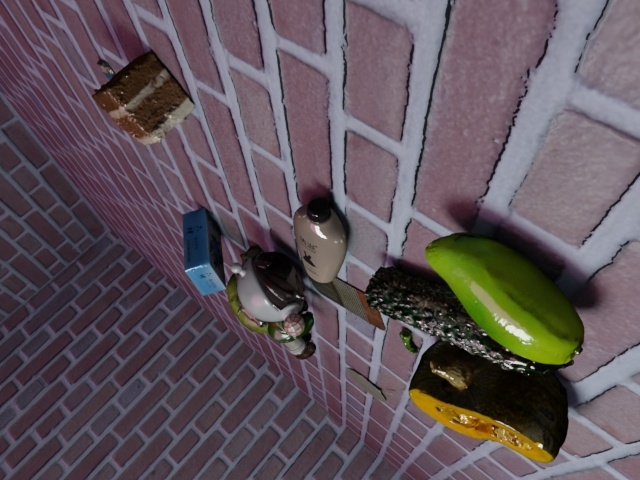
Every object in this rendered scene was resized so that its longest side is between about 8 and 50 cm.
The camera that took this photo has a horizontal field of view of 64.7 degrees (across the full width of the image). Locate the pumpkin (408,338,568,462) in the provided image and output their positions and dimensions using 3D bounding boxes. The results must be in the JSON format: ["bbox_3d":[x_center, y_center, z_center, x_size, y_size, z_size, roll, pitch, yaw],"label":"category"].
[{"bbox_3d":[0.298,0.281,0.946,0.222,0.139,0.317,47,160,-18],"label":"pumpkin"}]

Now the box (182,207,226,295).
[{"bbox_3d":[-0.359,0.033,1.557,0.142,0.083,0.232,71,-175,-51],"label":"box"}]

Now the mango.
[{"bbox_3d":[0.244,0.071,0.680,0.233,0.111,0.125,37,154,17],"label":"mango"}]

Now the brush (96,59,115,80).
[{"bbox_3d":[-0.510,-0.383,1.283,0.051,0.014,0.164,28,155,37],"label":"brush"}]

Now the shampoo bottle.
[{"bbox_3d":[0.000,0.000,1.018,0.127,0.078,0.256,39,157,21],"label":"shampoo bottle"}]

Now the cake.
[{"bbox_3d":[-0.363,-0.287,1.047,0.135,0.135,0.147,13,149,51],"label":"cake"}]

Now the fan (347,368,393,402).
[{"bbox_3d":[0.189,0.514,1.759,0.182,0.010,0.310,45,162,-8],"label":"fan"}]

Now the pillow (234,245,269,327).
[{"bbox_3d":[-0.203,0.133,1.450,0.051,0.093,0.240,101,160,-76],"label":"pillow"}]

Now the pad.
[{"bbox_3d":[0.060,0.205,1.336,0.250,0.055,0.323,27,136,36],"label":"pad"}]

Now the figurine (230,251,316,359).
[{"bbox_3d":[-0.109,0.173,1.358,0.281,0.167,0.369,-115,2,-52],"label":"figurine"}]

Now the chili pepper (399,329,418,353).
[{"bbox_3d":[0.203,0.236,1.181,0.034,0.030,0.091,-1,141,26],"label":"chili pepper"}]

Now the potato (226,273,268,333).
[{"bbox_3d":[-0.193,0.185,1.557,0.253,0.187,0.148,60,141,47],"label":"potato"}]

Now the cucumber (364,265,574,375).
[{"bbox_3d":[0.232,0.135,0.843,0.360,0.096,0.096,22,150,46],"label":"cucumber"}]
